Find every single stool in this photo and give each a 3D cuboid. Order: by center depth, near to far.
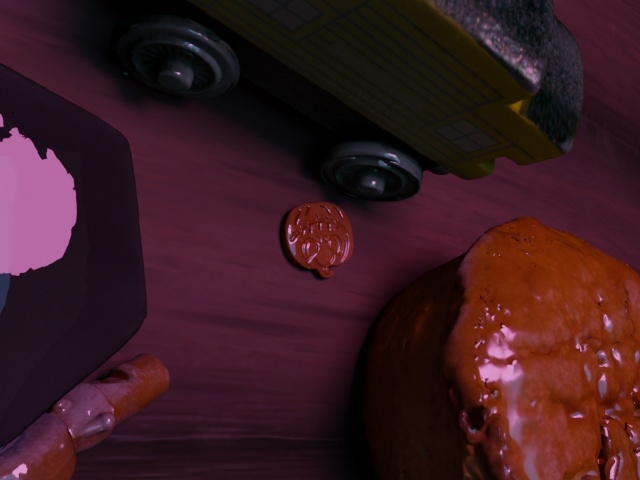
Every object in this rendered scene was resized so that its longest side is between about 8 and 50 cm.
[{"bbox_3d":[-0.229,0.008,0.425,0.232,0.141,0.232,8,78,-41],"label":"stool"}]

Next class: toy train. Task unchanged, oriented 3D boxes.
[{"bbox_3d":[0.035,-0.181,0.604,0.442,0.273,0.179,25,64,-36],"label":"toy train"}]

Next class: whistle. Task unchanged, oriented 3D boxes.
[{"bbox_3d":[-0.188,0.137,0.477,0.220,0.107,0.057,-29,111,-56],"label":"whistle"}]

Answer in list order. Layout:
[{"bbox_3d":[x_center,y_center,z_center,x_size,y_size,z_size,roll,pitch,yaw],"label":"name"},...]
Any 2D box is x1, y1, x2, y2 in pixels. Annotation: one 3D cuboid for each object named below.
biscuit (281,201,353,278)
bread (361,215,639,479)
[{"bbox_3d":[0.000,0.000,0.713,0.091,0.015,0.078,-12,90,-42],"label":"biscuit"},{"bbox_3d":[0.222,0.177,0.726,0.398,0.215,0.397,13,68,-34],"label":"bread"}]
